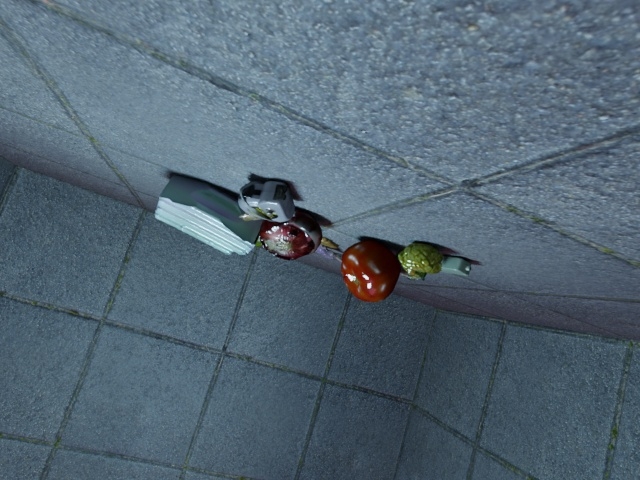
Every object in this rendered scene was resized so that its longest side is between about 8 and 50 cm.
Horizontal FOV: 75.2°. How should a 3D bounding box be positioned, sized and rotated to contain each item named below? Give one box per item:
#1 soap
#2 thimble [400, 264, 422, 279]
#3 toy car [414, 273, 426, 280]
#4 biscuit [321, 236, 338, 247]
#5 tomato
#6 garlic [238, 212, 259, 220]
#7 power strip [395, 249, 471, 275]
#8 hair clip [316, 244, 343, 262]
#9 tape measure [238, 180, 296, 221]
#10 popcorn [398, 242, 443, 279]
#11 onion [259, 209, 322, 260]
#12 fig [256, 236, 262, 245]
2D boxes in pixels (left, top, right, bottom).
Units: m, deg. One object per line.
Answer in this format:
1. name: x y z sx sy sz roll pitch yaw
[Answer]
1. soap: -0.484 -0.103 1.835 0.445 0.156 0.261 30 146 -14
2. thimble: 0.444 0.135 2.020 0.115 0.090 0.102 9 168 38
3. toy car: 0.501 0.166 2.183 0.062 0.071 0.165 34 167 -15
4. biscuit: 0.000 0.000 2.251 0.250 0.035 0.162 21 175 -33
5. tomato: 0.237 0.134 1.884 0.226 0.299 0.298 -23 -170 -25
6. garlic: -0.274 -0.138 1.750 0.123 0.099 0.174 -4 171 10
7. power strip: 0.483 0.095 1.796 0.091 0.063 0.385 24 170 -35
8. hair clip: 0.061 0.075 2.451 0.300 0.069 0.172 23 169 -33
9. tape measure: -0.192 -0.136 1.470 0.196 0.121 0.236 10 165 9
10. popcorn: 0.402 0.076 1.645 0.173 0.143 0.174 -2 153 -1
11. onion: -0.123 -0.050 1.790 0.271 0.195 0.272 2 137 2
12. fig: -0.272 -0.058 2.002 0.233 0.167 0.167 -10 157 34
